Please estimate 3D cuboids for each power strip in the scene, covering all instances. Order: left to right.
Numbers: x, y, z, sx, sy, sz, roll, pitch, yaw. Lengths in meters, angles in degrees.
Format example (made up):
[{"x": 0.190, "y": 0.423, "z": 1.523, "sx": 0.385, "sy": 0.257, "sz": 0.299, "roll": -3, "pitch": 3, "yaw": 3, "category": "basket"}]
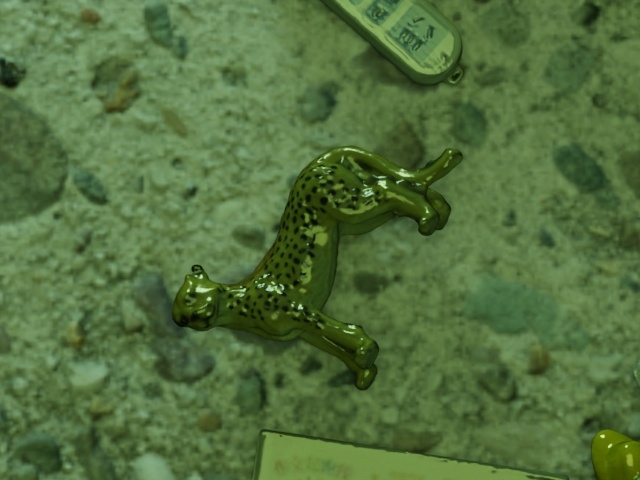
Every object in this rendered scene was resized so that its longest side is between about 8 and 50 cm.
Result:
[{"x": 0.024, "y": -0.172, "z": 1.253, "sx": 0.191, "sy": 0.030, "sz": 0.047, "roll": 42, "pitch": 85, "yaw": 3, "category": "power strip"}]

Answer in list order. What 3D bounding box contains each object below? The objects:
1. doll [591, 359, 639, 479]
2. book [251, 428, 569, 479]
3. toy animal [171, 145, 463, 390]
[{"x": 0.239, "y": 0.153, "z": 1.211, "sx": 0.135, "sy": 0.071, "sz": 0.113, "roll": 34, "pitch": 67, "yaw": -3, "category": "doll"}, {"x": 0.040, "y": 0.284, "z": 1.214, "sx": 0.208, "sy": 0.020, "sz": 0.295, "roll": 8, "pitch": 84, "yaw": 2, "category": "book"}, {"x": 0.000, "y": 0.000, "z": 1.218, "sx": 0.136, "sy": 0.073, "sz": 0.181, "roll": 25, "pitch": 88, "yaw": 10, "category": "toy animal"}]
